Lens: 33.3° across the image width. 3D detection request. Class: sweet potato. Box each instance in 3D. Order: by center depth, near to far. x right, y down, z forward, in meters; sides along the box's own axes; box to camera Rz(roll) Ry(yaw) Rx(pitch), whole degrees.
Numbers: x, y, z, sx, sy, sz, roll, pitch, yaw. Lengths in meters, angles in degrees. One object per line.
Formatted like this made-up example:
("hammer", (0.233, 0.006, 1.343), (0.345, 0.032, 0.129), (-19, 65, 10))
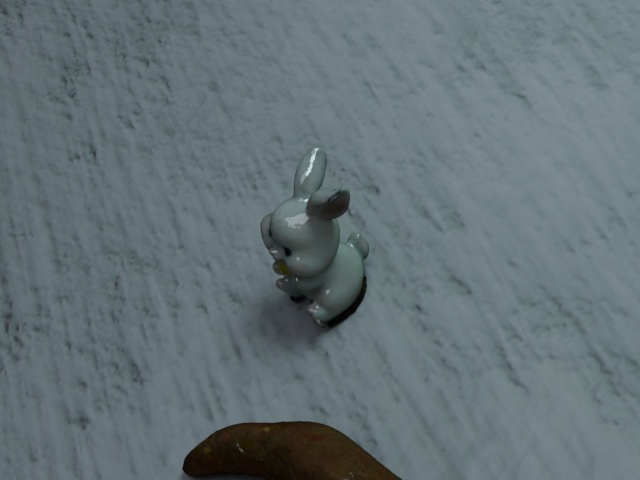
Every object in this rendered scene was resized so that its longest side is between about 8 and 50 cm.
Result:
("sweet potato", (0.003, 0.170, 0.739), (0.255, 0.058, 0.078), (17, 84, 39))

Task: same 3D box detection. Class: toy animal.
("toy animal", (-0.006, 0.003, 0.826), (0.085, 0.124, 0.071), (-29, 43, 0))
